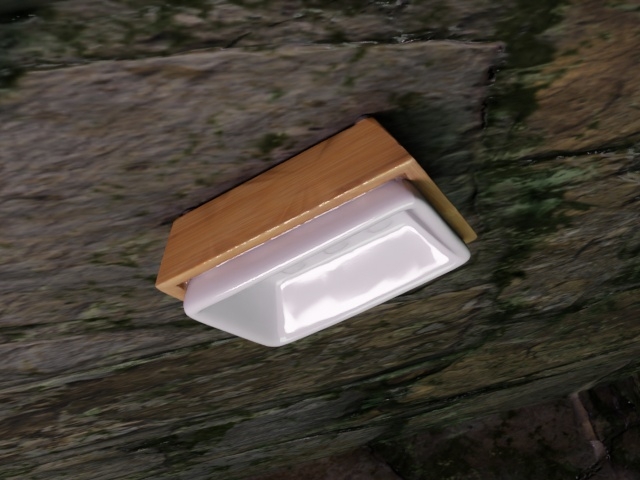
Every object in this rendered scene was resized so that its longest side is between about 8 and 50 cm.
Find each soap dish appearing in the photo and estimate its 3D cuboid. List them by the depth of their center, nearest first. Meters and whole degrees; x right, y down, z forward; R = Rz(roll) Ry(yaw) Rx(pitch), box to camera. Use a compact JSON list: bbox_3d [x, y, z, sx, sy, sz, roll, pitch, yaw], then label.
[{"bbox_3d":[0.000,0.000,0.845,0.291,0.118,0.229,-26,153,17],"label":"soap dish"}]
